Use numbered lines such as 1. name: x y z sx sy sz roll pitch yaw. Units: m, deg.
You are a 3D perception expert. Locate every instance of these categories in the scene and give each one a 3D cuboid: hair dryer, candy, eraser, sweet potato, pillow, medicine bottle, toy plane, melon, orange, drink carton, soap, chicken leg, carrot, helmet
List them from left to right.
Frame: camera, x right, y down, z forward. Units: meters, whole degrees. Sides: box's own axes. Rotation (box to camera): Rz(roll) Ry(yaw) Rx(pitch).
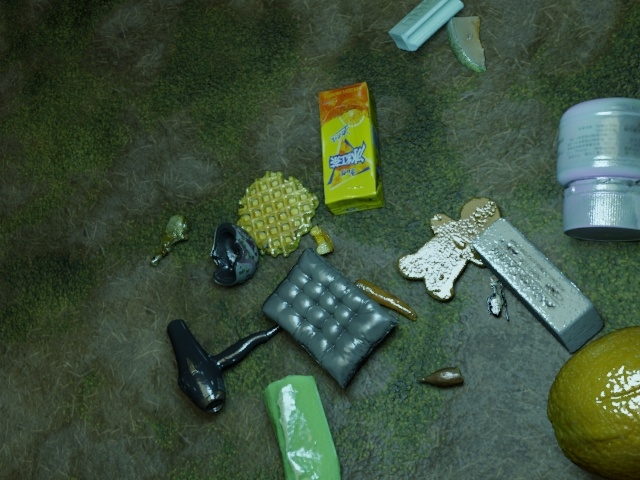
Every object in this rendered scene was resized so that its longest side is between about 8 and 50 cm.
1. chicken leg: -0.452 0.004 2.076 0.178 0.070 0.093 -52 46 5
2. hair dryer: -0.244 0.280 1.911 0.359 0.120 0.303 -30 50 -4
3. helmet: -0.232 0.040 1.955 0.153 0.107 0.177 -27 65 51
4. candy: -0.044 0.507 1.729 0.142 0.132 0.343 -3 66 -27
5. pillow: 0.016 0.197 1.799 0.326 0.101 0.228 39 93 20
6. drink carton: 0.085 -0.258 1.958 0.155 0.111 0.351 -10 70 17
7. carrot: 0.171 0.155 1.820 0.191 0.047 0.047 26 81 19
8. soap: 0.305 -0.643 2.013 0.198 0.066 0.119 -42 26 1
9. sweet potato: 0.294 0.337 1.707 0.117 0.049 0.049 -9 69 16
10. melon: 0.421 -0.561 1.989 0.098 0.054 0.182 -4 70 2
11. toy plane: 0.441 0.145 1.734 0.049 0.031 0.120 -10 71 10
12. eraser: 0.523 0.104 1.673 0.111 0.077 0.352 -40 70 -2
13. medicine bottle: 0.685 -0.161 1.639 0.241 0.241 0.302 3 82 20
14. orange: 0.659 0.345 1.433 0.357 0.322 0.322 -24 65 17

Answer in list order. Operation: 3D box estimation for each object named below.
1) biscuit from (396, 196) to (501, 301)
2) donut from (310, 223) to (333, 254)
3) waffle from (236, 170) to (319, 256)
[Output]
1. biscuit: 0.353 0.013 1.801 0.197 0.049 0.301 40 89 17
2. donut: 0.000 0.000 1.922 0.038 0.067 0.083 -35 97 23
3. waffle: -0.133 -0.078 2.003 0.254 0.052 0.245 30 84 25
